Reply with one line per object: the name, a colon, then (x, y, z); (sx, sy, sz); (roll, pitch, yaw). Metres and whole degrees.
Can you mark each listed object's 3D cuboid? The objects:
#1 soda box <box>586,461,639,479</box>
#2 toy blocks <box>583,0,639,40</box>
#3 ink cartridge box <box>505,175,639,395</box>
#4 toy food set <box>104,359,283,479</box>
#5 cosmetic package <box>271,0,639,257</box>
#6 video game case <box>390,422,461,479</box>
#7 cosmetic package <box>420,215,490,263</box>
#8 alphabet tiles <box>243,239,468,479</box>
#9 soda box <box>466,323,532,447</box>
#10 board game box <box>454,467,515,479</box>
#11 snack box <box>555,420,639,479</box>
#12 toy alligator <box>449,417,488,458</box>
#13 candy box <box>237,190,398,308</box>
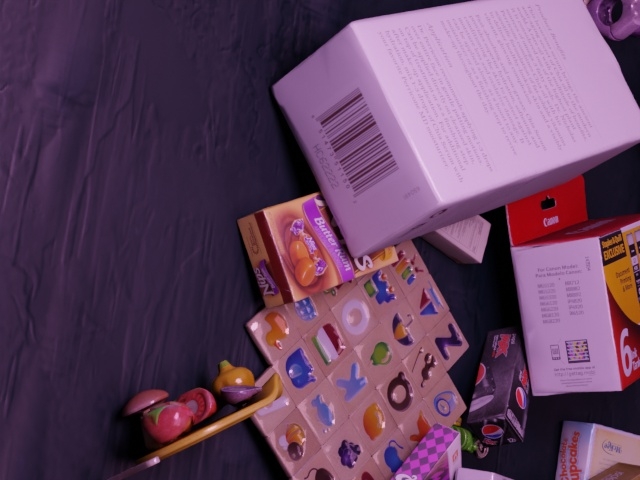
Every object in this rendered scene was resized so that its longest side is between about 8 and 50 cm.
soda box: (0.393, 0.365, 1.920); (0.181, 0.058, 0.061); (-16, 103, -45)
toy blocks: (0.561, -0.441, 2.056); (0.309, 0.260, 0.289); (-3, 92, -47)
ink cartridge box: (0.382, 0.046, 1.902); (0.309, 0.130, 0.272); (-16, 98, -59)
toy food set: (-0.138, 0.172, 1.415); (0.218, 0.128, 0.071); (-23, 85, -40)
cosmetic package: (0.182, -0.156, 1.674); (0.453, 0.161, 0.230); (-18, 79, -45)
video game case: (0.098, 0.367, 1.657); (0.232, 0.041, 0.210); (-45, 142, -38)
cosmetic package: (0.167, -0.018, 1.788); (0.115, 0.041, 0.060); (35, 64, -41)
alphabet tiles: (0.050, 0.154, 1.650); (0.342, 0.011, 0.285); (-42, 109, -39)
soda box: (0.241, 0.189, 1.818); (0.053, 0.060, 0.169); (56, 34, -29)
board game box: (0.227, 0.403, 1.768); (0.305, 0.053, 0.193); (32, 66, -63)
snack box: (0.461, 0.387, 2.076); (0.322, 0.060, 0.187); (20, 75, -44)
toy alligator: (0.177, 0.256, 1.785); (0.189, 0.051, 0.056); (22, 74, -44)
candy box: (0.000, 0.000, 1.591); (0.186, 0.053, 0.109); (-20, 92, -47)
